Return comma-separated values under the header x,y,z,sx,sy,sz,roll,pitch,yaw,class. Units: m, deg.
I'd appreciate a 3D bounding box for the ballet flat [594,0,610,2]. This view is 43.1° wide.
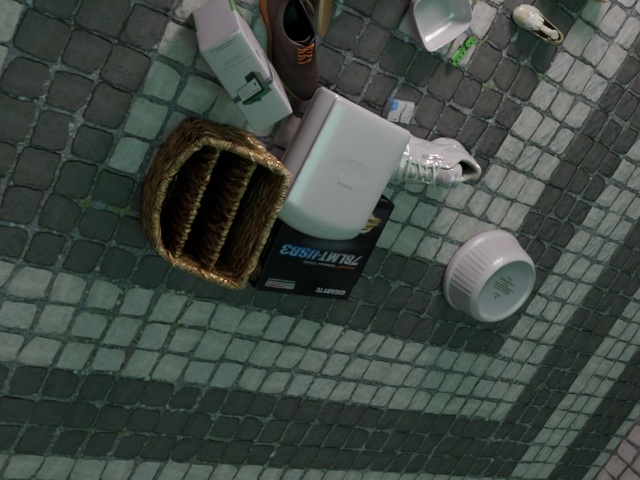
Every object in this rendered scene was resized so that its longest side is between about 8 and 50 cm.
x,y,z,sx,sy,sz,roll,pitch,yaw,class
0.638,-0.631,1.960,0.241,0.077,0.091,1,120,-32,ballet flat

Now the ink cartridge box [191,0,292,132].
x,y,z,sx,sy,sz,roll,pitch,yaw,class
-0.153,-0.344,1.585,0.092,0.160,0.219,-27,134,9,ink cartridge box

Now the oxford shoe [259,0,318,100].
x,y,z,sx,sy,sz,roll,pitch,yaw,class
-0.053,-0.394,1.666,0.097,0.098,0.271,-31,132,-12,oxford shoe

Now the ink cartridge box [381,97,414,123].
x,y,z,sx,sy,sz,roll,pitch,yaw,class
0.191,-0.307,1.927,0.083,0.028,0.048,2,119,-34,ink cartridge box

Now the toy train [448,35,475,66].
x,y,z,sx,sy,sz,roll,pitch,yaw,class
0.335,-0.451,1.931,0.023,0.017,0.083,37,97,-33,toy train

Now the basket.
x,y,z,sx,sy,sz,roll,pitch,yaw,class
-0.233,-0.079,1.681,0.213,0.223,0.299,12,114,-37,basket

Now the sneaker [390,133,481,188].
x,y,z,sx,sy,sz,roll,pitch,yaw,class
0.256,-0.188,1.966,0.305,0.152,0.114,-6,125,-27,sneaker

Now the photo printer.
x,y,z,sx,sy,sz,roll,pitch,yaw,class
0.033,-0.153,1.796,0.256,0.107,0.307,21,102,-38,photo printer

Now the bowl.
x,y,z,sx,sy,sz,roll,pitch,yaw,class
0.264,-0.514,1.817,0.142,0.053,0.142,-34,132,-7,bowl

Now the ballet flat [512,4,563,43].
x,y,z,sx,sy,sz,roll,pitch,yaw,class
0.537,-0.528,1.982,0.168,0.052,0.057,15,111,-38,ballet flat

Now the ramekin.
x,y,z,sx,sy,sz,roll,pitch,yaw,class
0.496,0.115,2.338,0.273,0.127,0.273,-16,127,-22,ramekin

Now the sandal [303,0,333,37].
x,y,z,sx,sy,sz,roll,pitch,yaw,class
-0.014,-0.533,1.625,0.079,0.088,0.240,11,103,11,sandal

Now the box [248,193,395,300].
x,y,z,sx,sy,sz,roll,pitch,yaw,class
0.000,0.000,1.987,0.295,0.073,0.293,11,112,-36,box
